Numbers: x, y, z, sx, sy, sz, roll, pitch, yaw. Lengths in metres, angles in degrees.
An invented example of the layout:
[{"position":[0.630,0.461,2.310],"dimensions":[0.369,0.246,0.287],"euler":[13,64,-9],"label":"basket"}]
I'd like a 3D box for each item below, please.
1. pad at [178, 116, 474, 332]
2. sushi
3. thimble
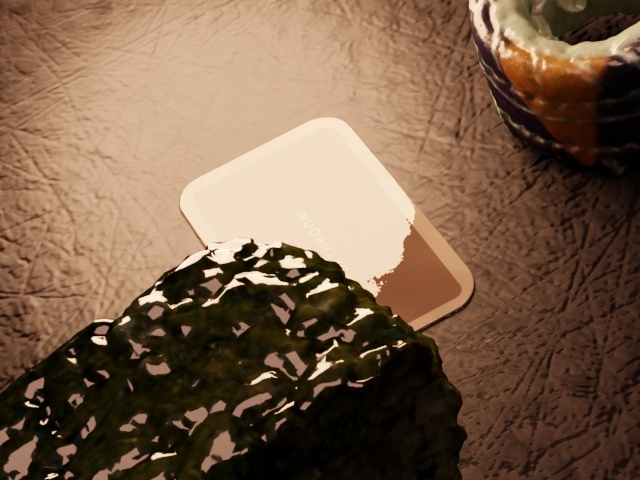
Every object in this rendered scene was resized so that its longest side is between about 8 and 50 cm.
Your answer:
[{"position":[0.000,0.000,1.330],"dimensions":[0.176,0.002,0.266],"euler":[-28,50,-11],"label":"pad"},{"position":[-0.072,0.179,1.004],"dimensions":[0.352,0.294,0.178],"euler":[-36,50,-20],"label":"sushi"},{"position":[0.249,-0.186,1.321],"dimensions":[0.237,0.150,0.237],"euler":[-11,53,15],"label":"thimble"}]
